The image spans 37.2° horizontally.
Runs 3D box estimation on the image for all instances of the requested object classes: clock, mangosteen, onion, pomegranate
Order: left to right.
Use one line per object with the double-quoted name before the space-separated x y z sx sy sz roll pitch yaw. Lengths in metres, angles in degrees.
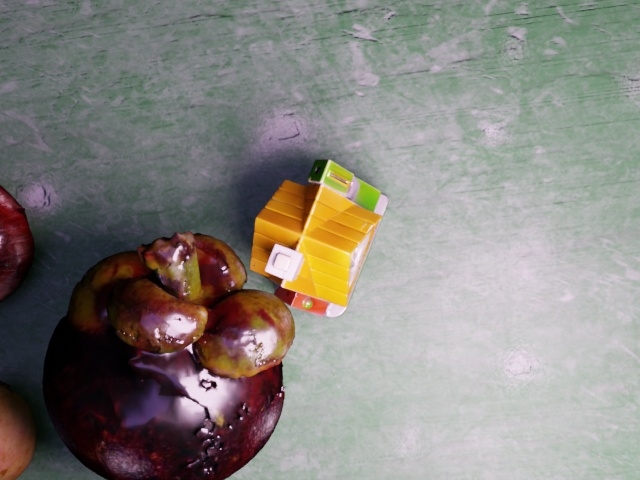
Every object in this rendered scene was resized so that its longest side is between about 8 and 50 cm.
"onion" -0.649 -0.003 1.660 0.272 0.195 0.271 0 91 16
"pomegranate" -0.578 0.329 1.622 0.191 0.191 0.191 -1 85 8
"mangosteen" -0.220 0.188 1.489 0.381 0.381 0.421 36 108 10
"clock" 0.000 0.000 1.504 0.166 0.309 0.235 21 89 11
